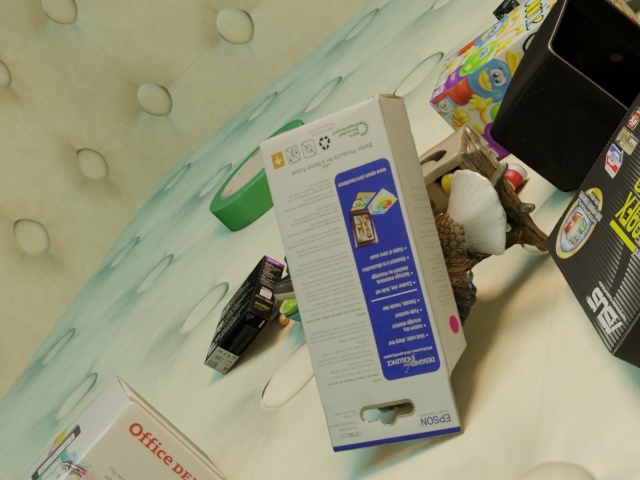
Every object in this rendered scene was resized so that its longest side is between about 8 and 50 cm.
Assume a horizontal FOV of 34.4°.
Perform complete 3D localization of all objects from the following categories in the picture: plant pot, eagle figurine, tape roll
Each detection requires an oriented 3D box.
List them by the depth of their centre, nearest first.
[{"bbox_3d":[0.120,0.036,1.231,0.298,0.225,0.226,-33,28,4],"label":"eagle figurine"},{"bbox_3d":[0.319,-0.174,1.276,0.167,0.188,0.187,-48,10,45],"label":"plant pot"},{"bbox_3d":[-0.139,-0.164,2.575,0.321,0.077,0.321,-42,16,14],"label":"tape roll"}]

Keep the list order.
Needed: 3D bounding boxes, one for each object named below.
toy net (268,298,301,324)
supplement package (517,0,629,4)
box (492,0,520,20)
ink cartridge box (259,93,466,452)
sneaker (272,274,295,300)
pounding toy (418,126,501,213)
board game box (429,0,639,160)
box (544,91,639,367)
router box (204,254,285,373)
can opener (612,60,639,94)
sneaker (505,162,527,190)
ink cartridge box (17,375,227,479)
[{"bbox_3d":[-0.042,0.088,1.748,0.122,0.045,0.232,-51,16,-16],"label":"toy net"},{"bbox_3d":[0.397,-0.457,1.604,0.203,0.149,0.194,-19,37,1],"label":"supplement package"},{"bbox_3d":[0.379,-0.433,1.958,0.052,0.062,0.083,-48,16,-15],"label":"box"},{"bbox_3d":[0.052,0.040,1.155,0.176,0.371,0.069,-17,-9,36],"label":"ink cartridge box"},{"bbox_3d":[0.000,0.000,1.621,0.222,0.118,0.083,-32,12,-21],"label":"sneaker"},{"bbox_3d":[0.108,-0.068,1.423,0.269,0.155,0.154,-34,17,47],"label":"pounding toy"},{"bbox_3d":[0.318,-0.259,1.525,0.275,0.144,0.142,-35,19,36],"label":"board game box"},{"bbox_3d":[0.318,-0.026,0.975,0.216,0.060,0.270,-61,11,19],"label":"box"},{"bbox_3d":[-0.130,0.128,1.771,0.179,0.046,0.133,-50,17,41],"label":"router box"},{"bbox_3d":[0.410,-0.237,1.364,0.280,0.074,0.093,-35,18,31],"label":"can opener"},{"bbox_3d":[0.232,-0.070,1.457,0.067,0.042,0.118,-50,18,-28],"label":"sneaker"},{"bbox_3d":[-0.290,0.360,1.415,0.270,0.198,0.197,-47,15,-10],"label":"ink cartridge box"}]
